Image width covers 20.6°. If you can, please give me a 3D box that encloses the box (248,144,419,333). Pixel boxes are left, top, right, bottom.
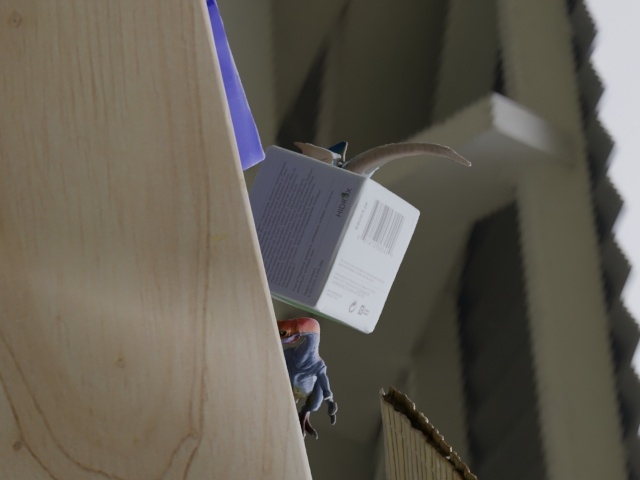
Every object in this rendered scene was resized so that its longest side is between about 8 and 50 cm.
[{"bbox_3d":[0.000,0.000,1.259,0.087,0.101,0.102,21,-93,29],"label":"box"}]

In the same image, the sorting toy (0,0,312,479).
[{"bbox_3d":[-0.144,0.026,0.404,0.089,0.255,0.257,-132,-152,-66],"label":"sorting toy"}]

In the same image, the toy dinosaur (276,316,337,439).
[{"bbox_3d":[-0.016,0.064,0.890,0.090,0.047,0.082,-90,-168,-60],"label":"toy dinosaur"}]

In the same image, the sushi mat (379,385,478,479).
[{"bbox_3d":[0.091,0.258,1.291,0.151,0.019,0.316,50,-25,42],"label":"sushi mat"}]

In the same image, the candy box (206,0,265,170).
[{"bbox_3d":[-0.229,-0.099,1.009,0.268,0.122,0.317,-29,-140,-17],"label":"candy box"}]

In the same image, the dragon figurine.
[{"bbox_3d":[-0.004,-0.031,1.491,0.289,0.144,0.085,-29,-97,17],"label":"dragon figurine"}]
